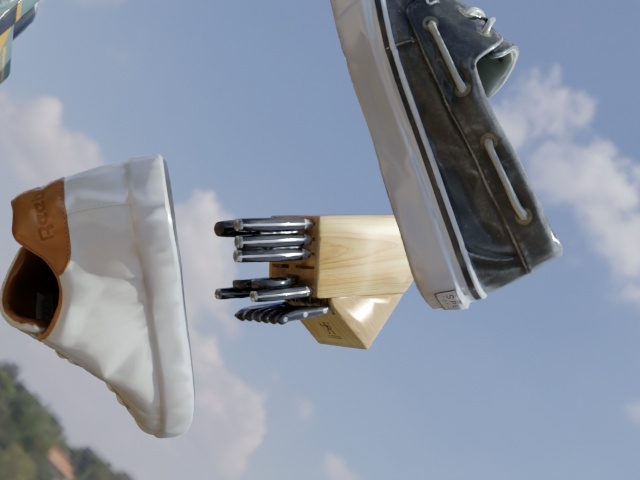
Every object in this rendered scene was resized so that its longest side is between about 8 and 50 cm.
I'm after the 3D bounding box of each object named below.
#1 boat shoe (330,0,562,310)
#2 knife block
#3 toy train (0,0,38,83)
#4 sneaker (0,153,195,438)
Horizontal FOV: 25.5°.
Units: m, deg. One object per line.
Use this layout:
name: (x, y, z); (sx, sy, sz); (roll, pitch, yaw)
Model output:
boat shoe: (0.088, -0.116, 1.028); (0.121, 0.119, 0.335); (43, 30, -74)
knife block: (0.000, 0.000, 1.650); (0.088, 0.275, 0.242); (4, -41, 46)
toy train: (-0.288, -0.108, 0.860); (0.142, 0.334, 0.190); (33, -35, 6)
sneaker: (-0.153, 0.047, 0.976); (0.290, 0.123, 0.106); (89, -10, -52)
